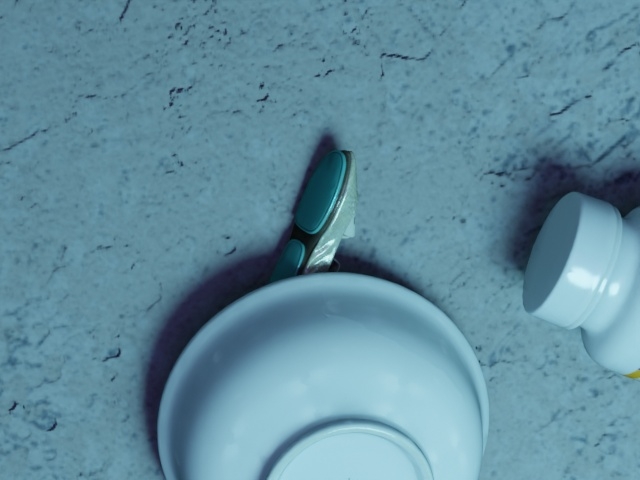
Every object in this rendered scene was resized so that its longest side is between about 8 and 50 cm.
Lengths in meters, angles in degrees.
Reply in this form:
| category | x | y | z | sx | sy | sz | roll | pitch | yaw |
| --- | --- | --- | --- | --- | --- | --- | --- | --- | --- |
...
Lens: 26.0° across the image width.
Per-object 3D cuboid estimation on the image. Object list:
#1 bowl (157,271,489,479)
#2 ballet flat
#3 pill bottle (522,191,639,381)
| category | x | y | z | sx | sy | sz | roll | pitch | yaw |
| --- | --- | --- | --- | --- | --- | --- | --- | --- | --- |
| bowl | 0.014 | 0.186 | 1.164 | 0.297 | 0.134 | 0.298 | -3 | 110 | -8 |
| ballet flat | 0.000 | 0.000 | 1.202 | 0.052 | 0.057 | 0.168 | 18 | 104 | -36 |
| pill bottle | 0.317 | 0.058 | 1.180 | 0.272 | 0.152 | 0.152 | 20 | 98 | -8 |
